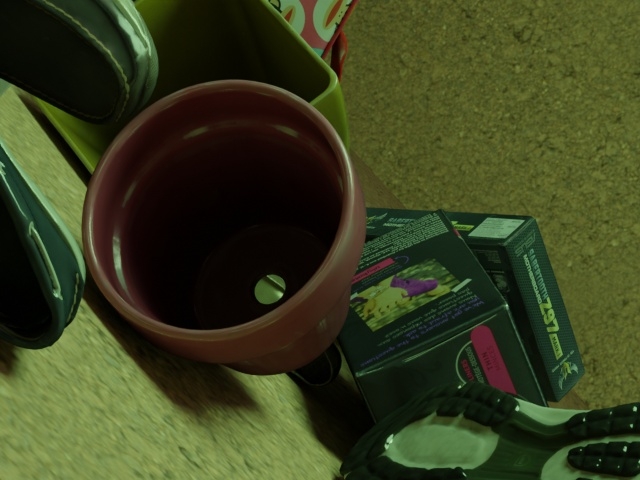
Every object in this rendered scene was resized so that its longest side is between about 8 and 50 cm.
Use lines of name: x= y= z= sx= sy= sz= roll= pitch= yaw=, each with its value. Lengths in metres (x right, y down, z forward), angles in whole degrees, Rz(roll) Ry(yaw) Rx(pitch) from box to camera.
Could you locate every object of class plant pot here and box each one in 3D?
plant pot: x=-0.056 y=0.011 z=1.361 sx=0.201 sy=0.201 sz=0.180 roll=49 pitch=-7 yaw=26
plant pot: x=-0.093 y=-0.091 z=1.648 sx=0.212 sy=0.212 sz=0.187 roll=50 pitch=-3 yaw=34

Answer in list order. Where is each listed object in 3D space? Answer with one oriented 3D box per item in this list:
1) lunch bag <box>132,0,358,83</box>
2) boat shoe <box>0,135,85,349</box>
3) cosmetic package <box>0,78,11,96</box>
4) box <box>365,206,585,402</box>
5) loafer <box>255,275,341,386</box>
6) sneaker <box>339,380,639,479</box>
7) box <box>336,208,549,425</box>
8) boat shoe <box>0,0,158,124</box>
lunch bag: x=-0.087 y=-0.211 z=1.819 sx=0.258 sy=0.293 sz=0.120 roll=26 pitch=16 yaw=-27
boat shoe: x=-0.228 y=-0.042 z=1.036 sx=0.254 sy=0.095 sz=0.079 roll=57 pitch=5 yaw=-15
cosmetic package: x=-0.203 y=-0.315 z=1.532 sx=0.097 sy=0.377 sz=0.284 roll=40 pitch=10 yaw=-27
box: x=0.132 y=0.061 z=1.823 sx=0.233 sy=0.059 sz=0.183 roll=4 pitch=-57 yaw=44
loafer: x=-0.033 y=0.071 z=1.590 sx=0.148 sy=0.056 sz=0.050 roll=42 pitch=2 yaw=-17
sneaker: x=0.206 y=0.220 z=1.342 sx=0.410 sy=0.158 sz=0.182 roll=11 pitch=-39 yaw=50
box: x=0.099 y=0.105 z=1.617 sx=0.270 sy=0.143 sz=0.165 roll=-113 pitch=179 yaw=-69
boat shoe: x=-0.283 y=-0.180 z=1.324 sx=0.355 sy=0.132 sz=0.130 roll=33 pitch=48 yaw=10
